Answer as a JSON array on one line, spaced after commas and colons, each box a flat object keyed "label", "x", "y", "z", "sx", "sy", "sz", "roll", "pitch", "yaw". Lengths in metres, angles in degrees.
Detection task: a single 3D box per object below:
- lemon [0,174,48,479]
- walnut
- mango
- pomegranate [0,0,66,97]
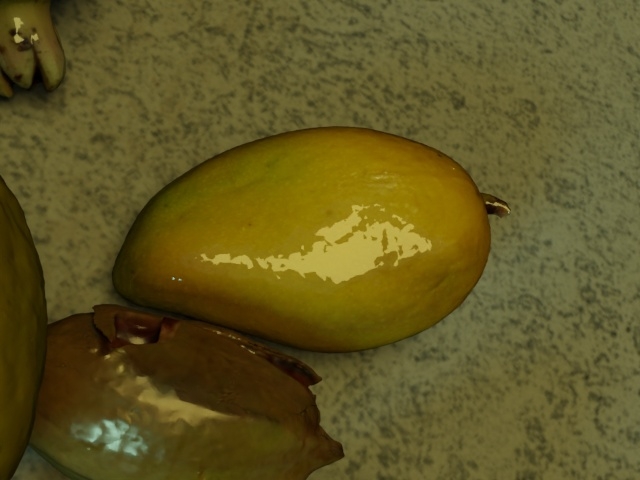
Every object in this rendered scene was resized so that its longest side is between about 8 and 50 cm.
[{"label": "lemon", "x": -0.284, "y": 0.040, "z": 0.558, "sx": 0.316, "sy": 0.285, "sz": 0.285, "roll": 44, "pitch": 63, "yaw": 1}, {"label": "walnut", "x": -0.102, "y": 0.117, "z": 0.692, "sx": 0.245, "sy": 0.137, "sz": 0.137, "roll": 21, "pitch": 67, "yaw": -11}, {"label": "mango", "x": 0.000, "y": 0.000, "z": 0.779, "sx": 0.317, "sy": 0.119, "sz": 0.176, "roll": -4, "pitch": 77, "yaw": -14}, {"label": "pomegranate", "x": -0.221, "y": -0.224, "z": 0.735, "sx": 0.179, "sy": 0.179, "sz": 0.210, "roll": -48, "pitch": 114, "yaw": -27}]
